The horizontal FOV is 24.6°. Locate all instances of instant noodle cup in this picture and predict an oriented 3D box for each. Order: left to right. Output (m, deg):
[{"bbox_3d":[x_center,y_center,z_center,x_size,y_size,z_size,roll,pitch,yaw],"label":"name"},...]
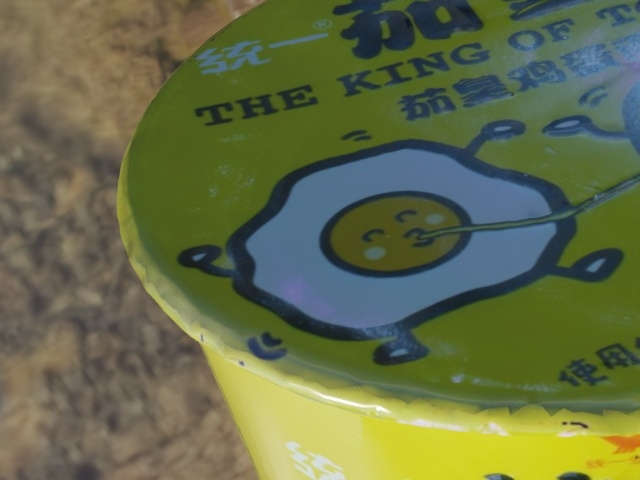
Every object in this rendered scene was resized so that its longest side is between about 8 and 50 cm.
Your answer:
[{"bbox_3d":[0.104,0.050,0.583,0.326,0.325,0.254,4,127,19],"label":"instant noodle cup"}]
